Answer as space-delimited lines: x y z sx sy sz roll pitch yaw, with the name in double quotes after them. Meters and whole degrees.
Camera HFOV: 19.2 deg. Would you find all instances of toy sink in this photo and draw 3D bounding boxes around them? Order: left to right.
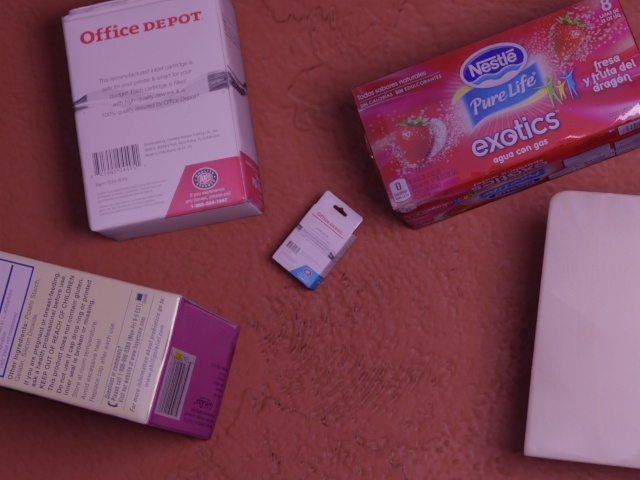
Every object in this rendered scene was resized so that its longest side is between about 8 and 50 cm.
0.271 0.082 1.676 0.152 0.131 0.234 5 87 12 "toy sink"

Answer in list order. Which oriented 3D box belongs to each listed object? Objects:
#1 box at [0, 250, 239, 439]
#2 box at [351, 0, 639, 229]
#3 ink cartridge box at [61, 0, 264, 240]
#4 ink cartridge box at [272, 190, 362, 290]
-0.224 0.093 1.730 0.243 0.213 0.117 14 83 13 "box"
0.172 -0.115 1.728 0.256 0.128 0.123 -21 77 8 "box"
-0.150 -0.122 1.814 0.158 0.092 0.218 -10 81 10 "ink cartridge box"
0.000 0.000 1.795 0.048 0.028 0.083 39 90 14 "ink cartridge box"
